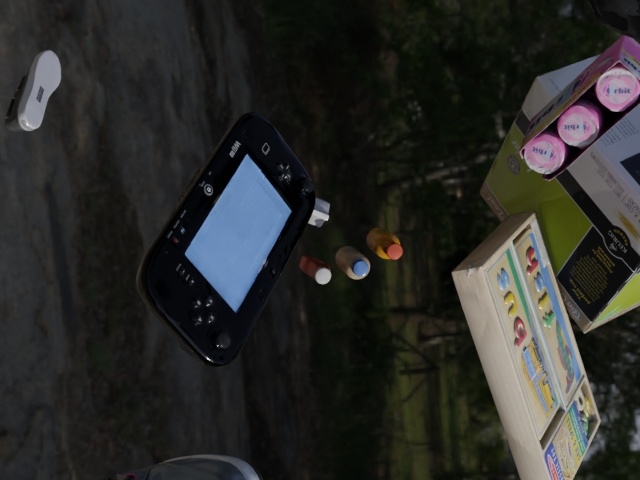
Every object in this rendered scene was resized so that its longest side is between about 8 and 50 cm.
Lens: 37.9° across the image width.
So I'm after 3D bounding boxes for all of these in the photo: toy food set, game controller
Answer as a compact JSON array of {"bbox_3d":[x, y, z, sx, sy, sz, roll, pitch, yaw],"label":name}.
[{"bbox_3d":[0.000,0.000,1.390,0.111,0.232,0.104,-67,-166,4],"label":"toy food set"},{"bbox_3d":[-0.103,-0.009,1.108,0.166,0.067,0.319,60,40,-34],"label":"game controller"}]

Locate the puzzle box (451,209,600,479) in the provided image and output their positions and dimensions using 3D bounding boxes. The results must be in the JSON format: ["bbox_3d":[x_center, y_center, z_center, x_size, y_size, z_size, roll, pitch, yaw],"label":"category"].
[{"bbox_3d":[0.342,0.182,1.503,0.272,0.052,0.409,-36,109,-53],"label":"puzzle box"}]

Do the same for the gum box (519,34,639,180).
[{"bbox_3d":[0.344,-0.170,1.214,0.188,0.062,0.107,-46,-174,37],"label":"gum box"}]

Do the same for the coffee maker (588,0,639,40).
[{"bbox_3d":[0.336,-0.286,0.895,0.120,0.178,0.171,43,-7,-29],"label":"coffee maker"}]

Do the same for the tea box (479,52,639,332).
[{"bbox_3d":[0.481,-0.083,1.558,0.329,0.220,0.323,58,-25,23],"label":"tea box"}]

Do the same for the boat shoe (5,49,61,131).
[{"bbox_3d":[-0.392,-0.204,1.264,0.049,0.040,0.142,59,29,-45],"label":"boat shoe"}]

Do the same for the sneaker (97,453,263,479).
[{"bbox_3d":[-0.201,0.221,0.691,0.178,0.295,0.124,39,32,-61],"label":"sneaker"}]
